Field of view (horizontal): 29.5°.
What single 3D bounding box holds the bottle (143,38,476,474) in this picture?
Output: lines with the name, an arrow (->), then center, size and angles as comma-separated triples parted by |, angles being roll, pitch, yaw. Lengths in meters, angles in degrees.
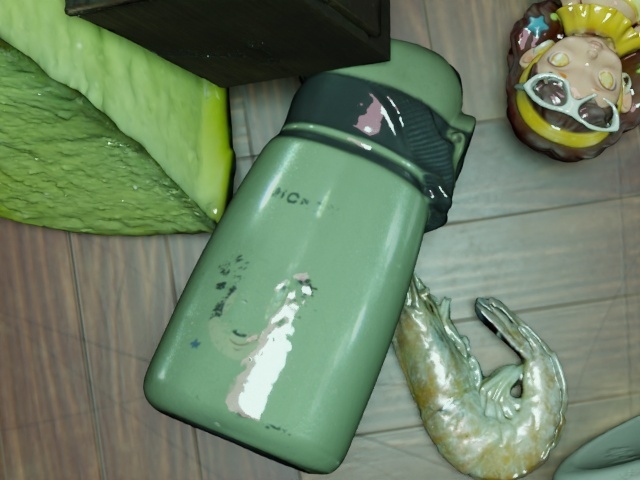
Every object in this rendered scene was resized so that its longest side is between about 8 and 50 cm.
bottle -> 0.002, 0.000, 0.957 | 0.168, 0.168, 0.347 | 24, 80, 2

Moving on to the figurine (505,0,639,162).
figurine -> 0.231, -0.178, 0.993 | 0.175, 0.116, 0.240 | 26, 82, 0

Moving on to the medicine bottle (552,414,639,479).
medicine bottle -> 0.335, 0.294, 0.921 | 0.208, 0.208, 0.339 | -24, 88, 0

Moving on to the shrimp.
shrimp -> 0.126, 0.092, 1.015 | 0.126, 0.047, 0.223 | -24, 85, -3

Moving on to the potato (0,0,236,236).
potato -> -0.217, -0.187, 0.956 | 0.213, 0.330, 0.280 | -4, 65, 28

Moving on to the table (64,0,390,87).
table -> -0.050, -0.223, 0.866 | 0.172, 0.193, 0.169 | -4, 78, 27
